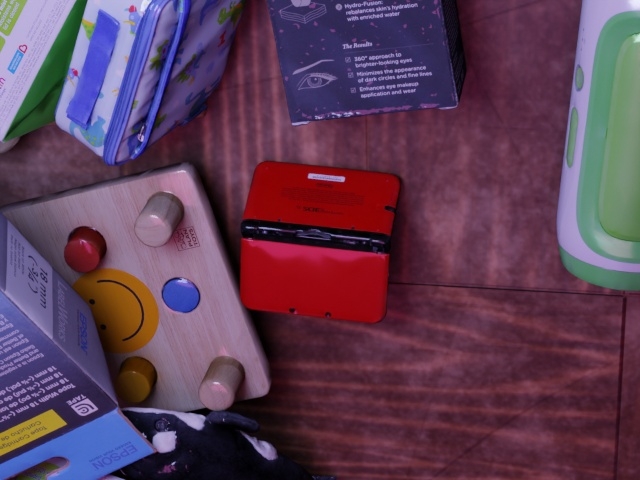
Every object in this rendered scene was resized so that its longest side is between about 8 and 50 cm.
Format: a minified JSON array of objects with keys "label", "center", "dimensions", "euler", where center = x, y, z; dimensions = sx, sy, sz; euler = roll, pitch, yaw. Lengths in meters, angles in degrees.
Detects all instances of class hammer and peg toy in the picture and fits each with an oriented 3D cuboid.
[{"label":"hammer and peg toy","center":[-0.211,0.016,1.662],"dimensions":[0.266,0.127,0.361],"euler":[-12,112,16]}]

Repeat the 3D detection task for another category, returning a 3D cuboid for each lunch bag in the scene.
[{"label":"lunch bag","center":[-0.146,-0.179,1.510],"dimensions":[0.090,0.176,0.219],"euler":[36,133,13]}]

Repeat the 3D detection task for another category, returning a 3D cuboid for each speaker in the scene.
[{"label":"speaker","center":[0.283,-0.110,1.506],"dimensions":[0.131,0.131,0.297],"euler":[7,116,8]}]

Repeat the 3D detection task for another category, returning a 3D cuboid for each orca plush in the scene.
[{"label":"orca plush","center":[-0.101,0.254,1.692],"dimensions":[0.151,0.102,0.287],"euler":[-17,146,23]}]

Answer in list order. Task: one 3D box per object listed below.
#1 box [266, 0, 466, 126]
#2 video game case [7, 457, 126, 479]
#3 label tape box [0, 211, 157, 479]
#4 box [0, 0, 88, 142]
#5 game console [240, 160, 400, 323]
[{"label":"box","center":[0.042,-0.198,1.530],"dimensions":[0.156,0.093,0.158],"euler":[-5,115,14]},{"label":"video game case","center":[-0.196,0.313,1.729],"dimensions":[0.244,0.061,0.269],"euler":[15,152,26]},{"label":"label tape box","center":[-0.337,0.112,1.549],"dimensions":[0.240,0.106,0.334],"euler":[-25,132,13]},{"label":"box","center":[-0.286,-0.265,1.519],"dimensions":[0.231,0.127,0.262],"euler":[38,117,10]},{"label":"game console","center":[0.000,0.000,1.640],"dimensions":[0.144,0.124,0.085],"euler":[6,145,8]}]
